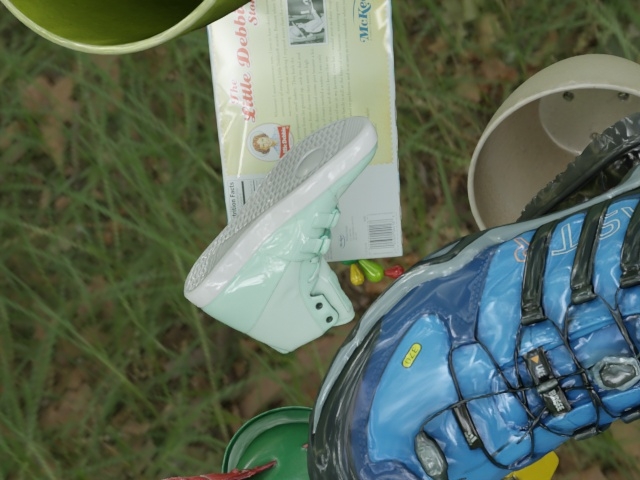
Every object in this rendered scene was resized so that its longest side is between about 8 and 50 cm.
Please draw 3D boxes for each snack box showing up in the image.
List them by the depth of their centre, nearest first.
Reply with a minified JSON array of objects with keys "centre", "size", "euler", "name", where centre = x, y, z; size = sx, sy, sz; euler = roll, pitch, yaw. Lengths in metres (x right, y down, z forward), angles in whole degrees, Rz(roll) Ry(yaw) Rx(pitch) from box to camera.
[{"centre":[-0.015,-0.131,1.363],"size":[0.187,0.322,0.060],"euler":[-4,24,0],"name":"snack box"}]

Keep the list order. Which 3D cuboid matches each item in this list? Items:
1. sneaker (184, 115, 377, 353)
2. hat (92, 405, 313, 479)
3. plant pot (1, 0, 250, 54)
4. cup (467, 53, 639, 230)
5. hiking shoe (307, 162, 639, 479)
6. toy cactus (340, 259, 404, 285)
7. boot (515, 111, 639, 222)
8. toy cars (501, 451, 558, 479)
[{"centre":[0.000,0.000,1.303],"size":[0.256,0.151,0.094],"euler":[-46,24,17],"name":"sneaker"},{"centre":[-0.065,0.269,1.280],"size":[0.208,0.183,0.173],"euler":[-18,89,24],"name":"hat"},{"centre":[-0.111,-0.304,1.127],"size":[0.274,0.293,0.275],"euler":[4,101,23],"name":"plant pot"},{"centre":[0.386,-0.134,1.851],"size":[0.331,0.331,0.237],"euler":[-6,35,19],"name":"cup"},{"centre":[0.127,0.035,0.608],"size":[0.304,0.113,0.132],"euler":[-34,11,-9],"name":"hiking shoe"},{"centre":[0.029,-0.011,1.929],"size":[0.180,0.219,0.112],"euler":[-7,50,17],"name":"toy cactus"},{"centre":[0.373,0.029,1.594],"size":[0.131,0.348,0.260],"euler":[-17,71,-20],"name":"boot"},{"centre":[0.130,0.233,1.531],"size":[0.087,0.393,0.177],"euler":[-6,81,47],"name":"toy cars"}]
